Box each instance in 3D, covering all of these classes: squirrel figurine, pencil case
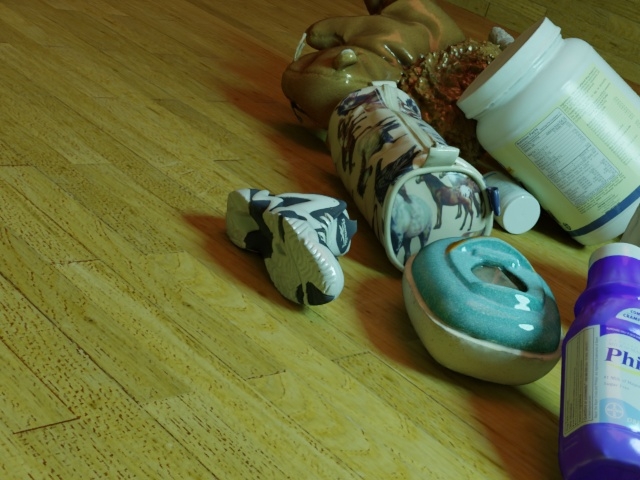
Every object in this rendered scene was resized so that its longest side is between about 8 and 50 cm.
[{"bbox_3d":[0.134,-0.282,1.863,0.396,0.281,0.370,24,28,21],"label":"squirrel figurine"},{"bbox_3d":[0.121,-0.106,1.518,0.159,0.184,0.410,11,21,-16],"label":"pencil case"}]

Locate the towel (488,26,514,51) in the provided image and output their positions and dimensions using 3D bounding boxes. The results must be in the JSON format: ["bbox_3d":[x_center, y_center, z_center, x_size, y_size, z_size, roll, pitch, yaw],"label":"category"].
[{"bbox_3d":[0.385,-0.251,1.996,0.049,0.282,0.187,-17,28,-5],"label":"towel"}]

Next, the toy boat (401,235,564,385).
[{"bbox_3d":[0.254,0.071,1.232,0.318,0.148,0.267,14,21,-10],"label":"toy boat"}]

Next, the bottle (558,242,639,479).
[{"bbox_3d":[0.302,0.126,1.057,0.118,0.092,0.283,25,47,-11],"label":"bottle"}]

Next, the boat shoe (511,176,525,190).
[{"bbox_3d":[0.471,-0.081,1.898,0.285,0.089,0.104,17,5,-12],"label":"boat shoe"}]

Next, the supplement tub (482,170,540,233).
[{"bbox_3d":[0.301,-0.063,1.713,0.071,0.071,0.107,8,23,-25],"label":"supplement tub"}]

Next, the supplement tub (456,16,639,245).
[{"bbox_3d":[0.404,-0.177,1.710,0.325,0.235,0.235,45,21,-5],"label":"supplement tub"}]

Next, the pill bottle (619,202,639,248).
[{"bbox_3d":[0.597,0.081,1.381,0.392,0.224,0.224,20,21,3],"label":"pill bottle"}]

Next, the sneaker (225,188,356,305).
[{"bbox_3d":[0.000,0.000,1.274,0.153,0.094,0.235,-6,21,-31],"label":"sneaker"}]
